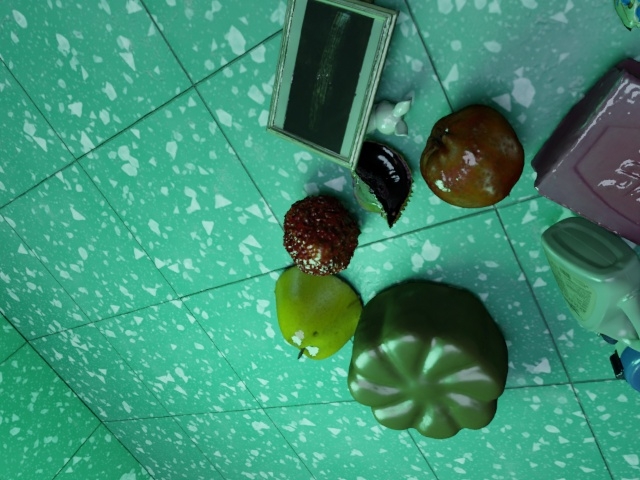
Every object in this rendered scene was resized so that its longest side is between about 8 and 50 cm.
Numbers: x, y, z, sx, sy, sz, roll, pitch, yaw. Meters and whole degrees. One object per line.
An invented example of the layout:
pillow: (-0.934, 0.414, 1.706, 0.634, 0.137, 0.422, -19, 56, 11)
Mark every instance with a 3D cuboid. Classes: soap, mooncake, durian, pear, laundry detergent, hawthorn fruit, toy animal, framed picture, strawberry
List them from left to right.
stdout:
pear: (-0.025, 0.206, 1.268, 0.266, 0.178, 0.267, 10, 123, 15)
strawberry: (0.000, 0.000, 1.103, 0.184, 0.201, 0.187, 16, 111, -8)
framed picture: (0.005, -0.305, 0.934, 0.231, 0.018, 0.293, 27, 121, 24)
durian: (0.120, -0.125, 1.036, 0.187, 0.119, 0.108, 54, 166, -1)
toy animal: (0.117, -0.238, 0.958, 0.124, 0.085, 0.071, 3, 106, 17)
mooncake: (0.248, 0.294, 1.177, 0.378, 0.201, 0.378, 10, 126, 14)
hawthorn fruit: (0.282, -0.137, 0.890, 0.200, 0.179, 0.179, 34, 131, -16)
laundry detergent: (0.525, 0.106, 0.918, 0.105, 0.215, 0.280, -32, 118, 3)
soap: (0.565, -0.111, 0.800, 0.359, 0.128, 0.233, 28, 129, 3)

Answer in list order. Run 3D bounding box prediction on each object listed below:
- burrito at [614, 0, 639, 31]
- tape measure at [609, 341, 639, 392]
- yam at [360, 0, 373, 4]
burrito: (0.453, -0.373, 0.705, 0.288, 0.054, 0.104, 42, 158, -3)
tape measure: (0.743, 0.197, 0.930, 0.215, 0.098, 0.351, 32, 129, -21)
yam: (0.070, -0.468, 0.845, 0.029, 0.027, 0.234, -15, 120, -7)
